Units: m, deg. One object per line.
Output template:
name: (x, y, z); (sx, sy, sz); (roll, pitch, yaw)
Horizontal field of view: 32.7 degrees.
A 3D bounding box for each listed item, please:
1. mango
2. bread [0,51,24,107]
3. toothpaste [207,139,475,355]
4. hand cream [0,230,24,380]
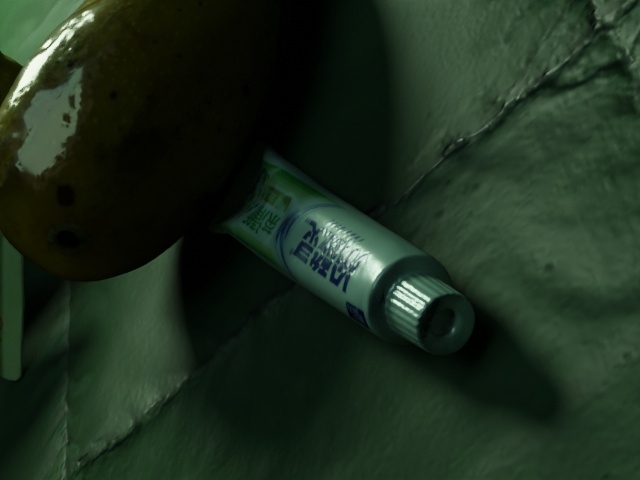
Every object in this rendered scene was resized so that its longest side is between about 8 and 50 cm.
mango: (-0.109, -0.116, 0.781); (0.177, 0.175, 0.329); (24, 65, 36)
bread: (-0.428, -0.039, 1.075); (0.233, 0.245, 0.361); (23, 81, 56)
toothpaste: (0.000, 0.000, 0.641); (0.074, 0.048, 0.297); (-59, 29, 1)
hand cream: (-0.389, 0.020, 0.951); (0.093, 0.306, 0.147); (-45, -35, -63)
